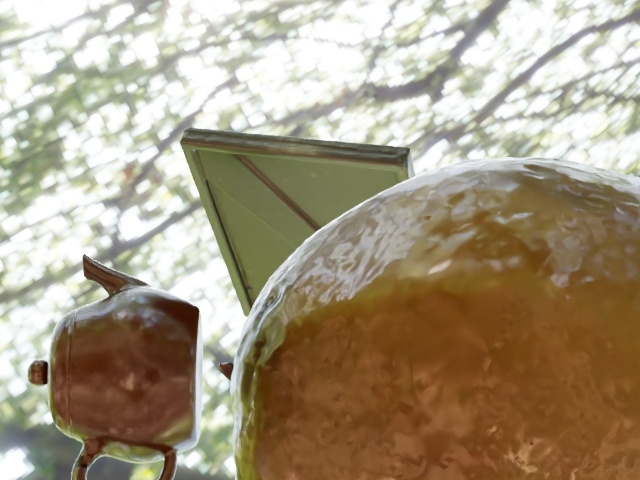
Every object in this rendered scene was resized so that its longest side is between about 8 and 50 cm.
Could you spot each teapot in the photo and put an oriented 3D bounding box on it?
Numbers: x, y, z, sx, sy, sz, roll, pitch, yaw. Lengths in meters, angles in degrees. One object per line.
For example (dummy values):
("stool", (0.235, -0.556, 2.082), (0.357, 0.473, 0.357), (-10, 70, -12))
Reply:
("teapot", (-0.129, 0.088, 1.164), (0.116, 0.116, 0.173), (-13, -115, 29))

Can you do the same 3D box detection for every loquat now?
("loquat", (0.067, 0.063, 0.681), (0.234, 0.187, 0.176), (6, -45, 22))

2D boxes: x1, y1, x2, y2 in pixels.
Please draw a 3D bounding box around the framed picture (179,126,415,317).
("framed picture", (0.000, 0.000, 1.228), (0.150, 0.015, 0.203), (6, -34, 17))
